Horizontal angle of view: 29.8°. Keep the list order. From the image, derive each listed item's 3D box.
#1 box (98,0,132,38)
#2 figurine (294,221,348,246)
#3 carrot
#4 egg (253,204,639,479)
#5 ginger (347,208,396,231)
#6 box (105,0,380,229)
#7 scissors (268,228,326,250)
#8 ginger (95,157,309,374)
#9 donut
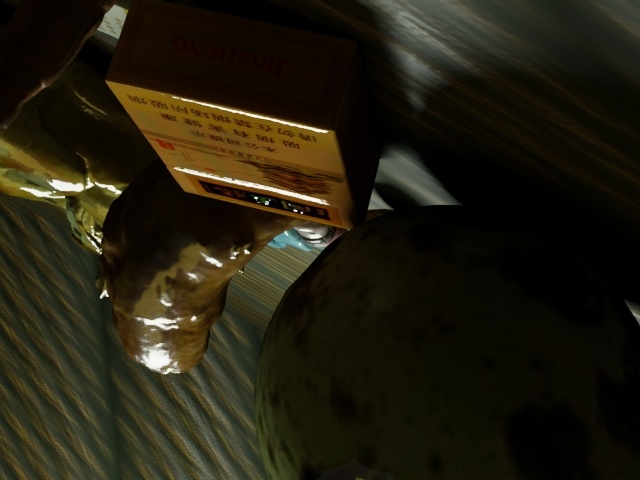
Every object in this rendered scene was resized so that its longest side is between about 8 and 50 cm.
[{"bbox_3d":[-0.129,-0.174,1.010,0.167,0.024,0.090,25,169,10],"label":"box"},{"bbox_3d":[-0.011,-0.039,1.312,0.072,0.054,0.129,4,151,31],"label":"figurine"},{"bbox_3d":[-0.136,-0.144,0.664,0.061,0.210,0.061,24,165,7],"label":"carrot"},{"bbox_3d":[0.131,0.167,1.051,0.345,0.345,0.428,14,142,53],"label":"egg"},{"bbox_3d":[0.097,0.031,1.262,0.205,0.081,0.115,31,164,-23],"label":"ginger"},{"bbox_3d":[-0.048,-0.092,0.974,0.174,0.076,0.274,15,167,10],"label":"box"},{"bbox_3d":[0.000,0.000,1.513,0.447,0.029,0.192,20,168,40],"label":"scissors"},{"bbox_3d":[-0.132,-0.001,1.226,0.172,0.321,0.165,35,-146,-9],"label":"ginger"},{"bbox_3d":[-0.295,-0.108,1.384,0.360,0.170,0.360,29,170,6],"label":"donut"}]
